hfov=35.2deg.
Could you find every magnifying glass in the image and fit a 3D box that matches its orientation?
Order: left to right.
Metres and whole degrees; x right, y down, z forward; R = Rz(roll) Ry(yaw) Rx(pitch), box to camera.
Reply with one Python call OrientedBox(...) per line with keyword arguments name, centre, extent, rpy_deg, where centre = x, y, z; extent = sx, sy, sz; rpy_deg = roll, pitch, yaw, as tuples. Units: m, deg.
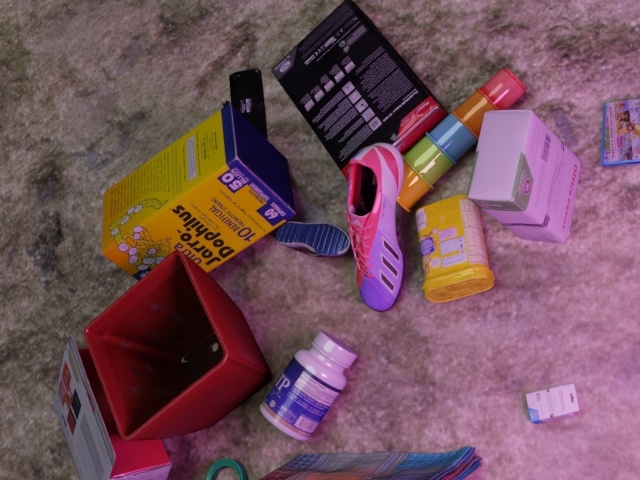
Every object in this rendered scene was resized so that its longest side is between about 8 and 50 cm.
OrientedBox(name="magnifying glass", centre=(-0.179, 0.533, 1.926), extent=(0.092, 0.026, 0.231), rpy_deg=(-15, 63, 27))

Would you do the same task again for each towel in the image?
OrientedBox(name="towel", centre=(0.050, 0.401, 1.685), extent=(0.370, 0.271, 0.040), rpy_deg=(-9, 92, 31))

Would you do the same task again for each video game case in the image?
OrientedBox(name="video game case", centre=(0.567, -0.190, 1.729), extent=(0.166, 0.015, 0.119), rpy_deg=(-3, 71, 32))

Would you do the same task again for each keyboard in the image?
OrientedBox(name="keyboard", centre=(-0.170, -0.289, 2.239), extent=(0.100, 0.038, 0.192), rpy_deg=(-8, 65, 5))

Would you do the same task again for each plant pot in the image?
OrientedBox(name="plant pot", centre=(-0.252, 0.224, 1.958), extent=(0.267, 0.236, 0.267), rpy_deg=(-40, 56, 15))

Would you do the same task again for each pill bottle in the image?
OrientedBox(name="pill bottle", centre=(-0.018, 0.266, 1.868), extent=(0.112, 0.112, 0.187), rpy_deg=(36, 92, 37))

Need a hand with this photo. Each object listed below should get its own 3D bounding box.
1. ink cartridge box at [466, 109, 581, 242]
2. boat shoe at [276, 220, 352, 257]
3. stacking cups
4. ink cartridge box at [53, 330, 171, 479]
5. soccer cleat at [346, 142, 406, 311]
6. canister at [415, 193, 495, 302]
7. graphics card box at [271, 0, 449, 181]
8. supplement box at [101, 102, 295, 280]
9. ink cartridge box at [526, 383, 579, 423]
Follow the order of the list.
OrientedBox(name="ink cartridge box", centre=(0.349, -0.104, 1.711), extent=(0.092, 0.219, 0.160), rpy_deg=(5, 74, 37))
OrientedBox(name="boat shoe", centre=(0.000, 0.000, 1.987), extent=(0.183, 0.066, 0.066), rpy_deg=(14, 77, 41))
OrientedBox(name="stacking cups", centre=(0.252, -0.188, 1.888), extent=(0.316, 0.096, 0.096), rpy_deg=(-42, 55, 10))
OrientedBox(name="ink cartridge box", centre=(-0.411, 0.362, 1.991), extent=(0.309, 0.130, 0.272), rpy_deg=(60, 145, 33))
OrientedBox(name="soccer cleat", centre=(0.089, -0.016, 1.841), extent=(0.108, 0.116, 0.318), rpy_deg=(10, 108, 31))
OrientedBox(name="canister", centre=(0.239, 0.013, 1.826), extent=(0.126, 0.073, 0.170), rpy_deg=(-18, 62, 26))
OrientedBox(name="graphics card box", centre=(0.077, -0.292, 2.035), extent=(0.233, 0.094, 0.371), rpy_deg=(-42, 56, 13))
OrientedBox(name="supplement box", centre=(-0.254, -0.075, 2.072), extent=(0.356, 0.194, 0.195), rpy_deg=(-33, 39, 19))
OrientedBox(name="ink cartridge box", centre=(0.385, 0.269, 1.660), extent=(0.083, 0.028, 0.048), rpy_deg=(-18, 63, 26))
